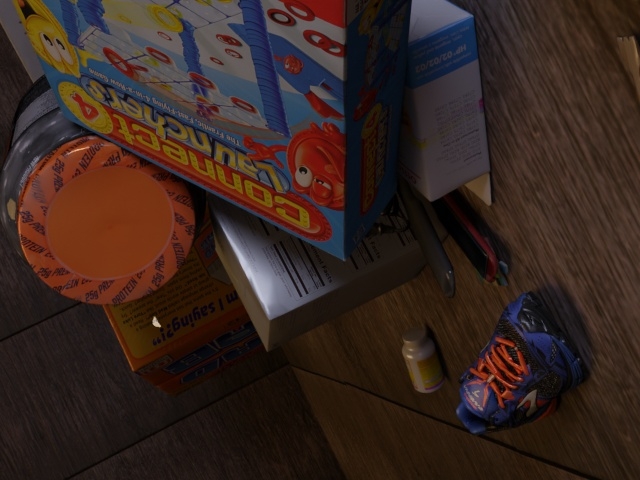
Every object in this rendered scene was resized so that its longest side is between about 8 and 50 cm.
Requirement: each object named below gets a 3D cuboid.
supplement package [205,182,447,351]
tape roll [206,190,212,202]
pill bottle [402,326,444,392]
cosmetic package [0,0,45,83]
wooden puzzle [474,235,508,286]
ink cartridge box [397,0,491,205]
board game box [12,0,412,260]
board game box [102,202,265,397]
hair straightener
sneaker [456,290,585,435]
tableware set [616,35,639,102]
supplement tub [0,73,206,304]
[{"bbox_3d":[0.000,0.000,0.936,0.149,0.203,0.194,62,168,13],"label":"supplement package"},{"bbox_3d":[-0.093,-0.133,1.156,0.246,0.169,0.246,61,169,20],"label":"tape roll"},{"bbox_3d":[0.131,0.153,1.095,0.043,0.043,0.083,45,158,59],"label":"pill bottle"},{"bbox_3d":[-0.470,-0.520,1.603,0.327,0.329,0.394,59,169,28],"label":"cosmetic package"},{"bbox_3d":[0.151,0.018,0.788,0.049,0.006,0.083,66,169,-9],"label":"wooden puzzle"},{"bbox_3d":[0.080,-0.107,0.688,0.104,0.061,0.181,50,162,47],"label":"ink cartridge box"},{"bbox_3d":[-0.090,-0.155,0.622,0.308,0.086,0.302,27,153,17],"label":"board game box"},{"bbox_3d":[-0.221,0.032,1.574,0.356,0.356,0.356,61,173,16],"label":"board game box"},{"bbox_3d":[0.071,-0.040,0.794,0.047,0.089,0.230,84,160,-58],"label":"hair straightener"},{"bbox_3d":[0.167,0.122,0.743,0.083,0.087,0.221,56,167,31],"label":"sneaker"},{"bbox_3d":[0.183,-0.085,0.370,0.169,0.020,0.141,48,161,56],"label":"tableware set"},{"bbox_3d":[-0.240,-0.072,0.935,0.338,0.207,0.207,-126,14,-63],"label":"supplement tub"}]
